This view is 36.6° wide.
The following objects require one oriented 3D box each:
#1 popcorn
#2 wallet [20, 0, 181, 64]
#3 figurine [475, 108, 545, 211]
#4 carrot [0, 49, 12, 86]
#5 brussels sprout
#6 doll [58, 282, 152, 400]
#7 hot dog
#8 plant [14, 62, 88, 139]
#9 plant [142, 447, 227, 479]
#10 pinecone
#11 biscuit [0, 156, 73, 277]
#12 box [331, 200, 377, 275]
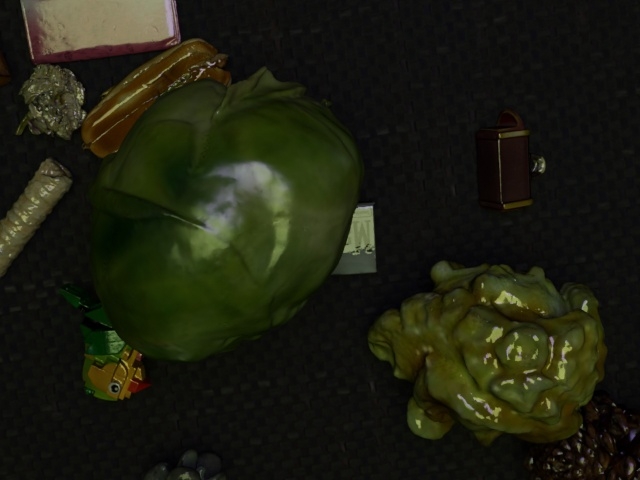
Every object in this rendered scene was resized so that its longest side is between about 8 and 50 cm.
[{"bbox_3d":[0.258,0.155,1.427,0.279,0.335,0.274,-22,107,-27],"label":"popcorn"},{"bbox_3d":[-0.332,-0.338,1.468,0.232,0.025,0.119,-7,99,1],"label":"wallet"},{"bbox_3d":[0.297,-0.125,1.486,0.098,0.082,0.154,-5,99,-13],"label":"figurine"},{"bbox_3d":[-0.533,-0.326,1.452,0.072,0.072,0.205,-22,93,3],"label":"carrot"},{"bbox_3d":[-0.151,-0.025,1.307,0.342,0.361,0.425,44,117,4],"label":"brussels sprout"},{"bbox_3d":[-0.327,0.157,1.508,0.134,0.106,0.186,-4,99,6],"label":"doll"},{"bbox_3d":[-0.253,-0.211,1.468,0.269,0.072,0.109,-31,96,3],"label":"hot dog"},{"bbox_3d":[-0.420,-0.203,1.478,0.122,0.104,0.116,-18,59,33],"label":"plant"},{"bbox_3d":[-0.254,0.454,1.535,0.149,0.146,0.274,36,97,-3],"label":"plant"},{"bbox_3d":[0.434,0.345,1.500,0.221,0.221,0.221,0,99,0],"label":"pinecone"},{"bbox_3d":[-0.466,-0.029,1.503,0.061,0.055,0.219,41,97,4],"label":"biscuit"},{"bbox_3d":[0.000,0.000,1.520,0.177,0.036,0.115,-4,100,0],"label":"box"}]
